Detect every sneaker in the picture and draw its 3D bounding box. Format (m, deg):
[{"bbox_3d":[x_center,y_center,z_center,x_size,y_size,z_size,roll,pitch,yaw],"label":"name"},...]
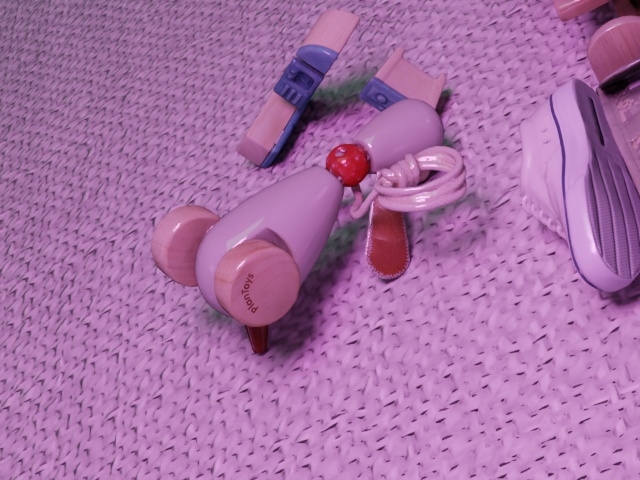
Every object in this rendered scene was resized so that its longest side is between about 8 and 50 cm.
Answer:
[{"bbox_3d":[0.239,-0.040,1.190,0.091,0.094,0.258,-41,29,33],"label":"sneaker"}]

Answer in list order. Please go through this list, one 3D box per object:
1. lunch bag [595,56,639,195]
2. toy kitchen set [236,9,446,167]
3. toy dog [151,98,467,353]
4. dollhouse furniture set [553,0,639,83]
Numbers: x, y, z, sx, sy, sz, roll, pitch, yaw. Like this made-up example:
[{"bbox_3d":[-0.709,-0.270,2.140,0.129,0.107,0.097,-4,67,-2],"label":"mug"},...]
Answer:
[{"bbox_3d":[0.362,-0.108,1.035,0.235,0.169,0.287,-27,33,16],"label":"lunch bag"},{"bbox_3d":[0.023,-0.144,1.480,0.122,0.166,0.207,-60,6,-26],"label":"toy kitchen set"},{"bbox_3d":[0.000,0.000,1.316,0.334,0.161,0.220,-22,35,-2],"label":"toy dog"},{"bbox_3d":[0.392,-0.362,1.238,0.394,0.256,0.362,-24,40,18],"label":"dollhouse furniture set"}]
